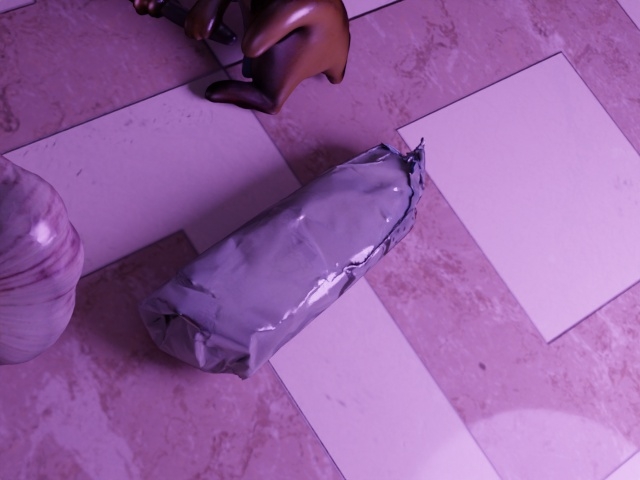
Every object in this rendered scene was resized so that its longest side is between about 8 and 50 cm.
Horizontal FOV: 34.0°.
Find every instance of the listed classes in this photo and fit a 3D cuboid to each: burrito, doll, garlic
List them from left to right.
[{"bbox_3d":[-0.342,-0.008,0.999,0.245,0.245,0.253,17,29,-14],"label":"garlic"},{"bbox_3d":[-0.117,-0.309,1.250,0.339,0.209,0.318,49,25,4],"label":"doll"},{"bbox_3d":[0.000,0.000,1.179,0.139,0.101,0.445,41,55,19],"label":"burrito"}]
